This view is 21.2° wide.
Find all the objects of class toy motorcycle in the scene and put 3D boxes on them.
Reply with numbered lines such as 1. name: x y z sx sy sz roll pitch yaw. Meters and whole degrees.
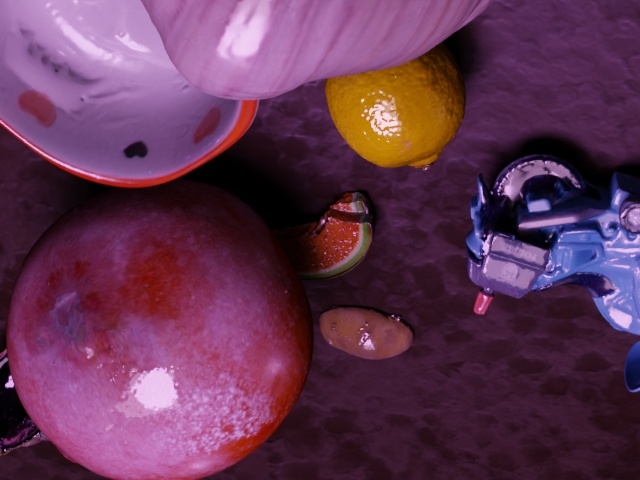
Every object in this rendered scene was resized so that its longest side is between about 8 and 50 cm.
1. toy motorcycle: 0.244 0.030 1.433 0.272 0.123 0.182 18 117 -4

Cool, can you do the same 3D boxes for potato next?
1. potato: 0.040 0.088 1.612 0.093 0.036 0.037 10 141 9

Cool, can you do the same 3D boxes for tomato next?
1. tomato: -0.148 0.079 1.478 0.270 0.270 0.227 -10 171 27

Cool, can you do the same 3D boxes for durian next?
1. durian: -0.266 0.152 1.752 0.187 0.119 0.108 -23 164 16

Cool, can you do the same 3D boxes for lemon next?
1. lemon: 0.060 -0.113 1.336 0.109 0.109 0.133 -16 114 32

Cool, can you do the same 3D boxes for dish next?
1. dish: -0.160 -0.170 1.339 0.256 0.117 0.256 9 138 8

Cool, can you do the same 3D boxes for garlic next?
1. garlic: -0.003 -0.238 1.075 0.317 0.317 0.259 22 126 -5

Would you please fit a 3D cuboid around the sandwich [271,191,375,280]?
1. sandwich: -0.001 0.002 1.538 0.135 0.029 0.067 -19 122 35

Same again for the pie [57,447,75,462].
1. pie: -0.175 0.128 1.640 0.219 0.204 0.054 6 -177 -3
